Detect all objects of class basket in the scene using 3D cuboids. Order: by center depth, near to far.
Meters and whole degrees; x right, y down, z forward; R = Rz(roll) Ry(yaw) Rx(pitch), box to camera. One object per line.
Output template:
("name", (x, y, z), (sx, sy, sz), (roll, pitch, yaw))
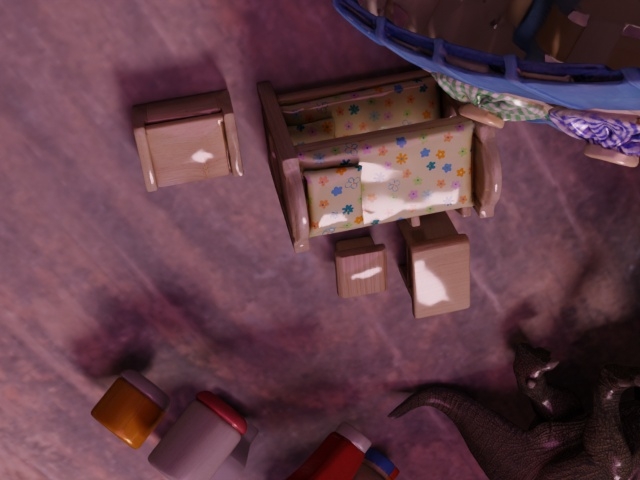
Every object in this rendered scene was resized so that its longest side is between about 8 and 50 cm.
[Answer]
("basket", (0.107, -0.151, 0.380), (0.289, 0.255, 0.201), (40, 82, -39))

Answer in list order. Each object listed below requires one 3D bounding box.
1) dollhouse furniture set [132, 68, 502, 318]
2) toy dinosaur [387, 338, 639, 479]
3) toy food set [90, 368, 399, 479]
("dollhouse furniture set", (0.000, 0.000, 0.556), (0.182, 0.101, 0.161), (-11, 126, -6))
("toy dinosaur", (0.210, 0.152, 0.702), (0.314, 0.121, 0.160), (-5, 111, -15))
("toy food set", (-0.031, 0.146, 0.656), (0.232, 0.111, 0.104), (44, 74, -22))
